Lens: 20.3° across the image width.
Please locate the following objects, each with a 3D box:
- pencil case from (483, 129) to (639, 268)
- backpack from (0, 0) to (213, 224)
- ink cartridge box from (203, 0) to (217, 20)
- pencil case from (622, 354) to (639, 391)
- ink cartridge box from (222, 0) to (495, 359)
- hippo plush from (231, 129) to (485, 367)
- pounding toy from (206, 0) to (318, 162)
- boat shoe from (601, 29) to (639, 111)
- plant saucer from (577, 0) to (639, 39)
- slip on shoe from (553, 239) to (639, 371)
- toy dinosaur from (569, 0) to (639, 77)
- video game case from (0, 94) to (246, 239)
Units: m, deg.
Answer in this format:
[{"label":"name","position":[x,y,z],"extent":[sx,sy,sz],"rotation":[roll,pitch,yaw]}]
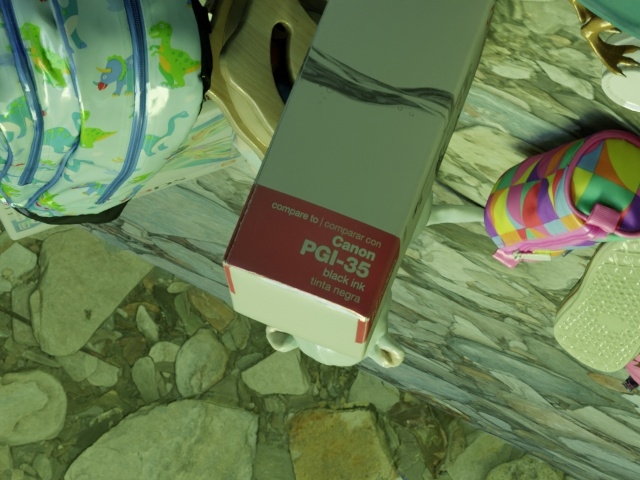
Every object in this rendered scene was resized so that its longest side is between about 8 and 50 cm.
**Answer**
[{"label":"pencil case","position":[0.222,-0.033,1.583],"extent":[0.104,0.104,0.236],"rotation":[27,168,-7]},{"label":"backpack","position":[-0.210,-0.169,1.485],"extent":[0.273,0.290,0.355],"rotation":[-7,177,-33]},{"label":"ink cartridge box","position":[-0.085,-0.205,1.658],"extent":[0.115,0.029,0.063],"rotation":[31,168,-22]},{"label":"pencil case","position":[0.349,0.098,1.952],"extent":[0.098,0.095,0.209],"rotation":[38,175,31]},{"label":"ink cartridge box","position":[0.032,-0.071,1.355],"extent":[0.117,0.283,0.207],"rotation":[21,169,5]},{"label":"hippo plush","position":[0.000,0.000,1.828],"extent":[0.234,0.237,0.294],"rotation":[15,165,22]},{"label":"pounding toy","position":[0.025,-0.120,1.544],"extent":[0.269,0.154,0.155],"rotation":[51,160,-21]},{"label":"boat shoe","position":[0.289,-0.084,1.195],"extent":[0.277,0.096,0.098],"rotation":[14,164,48]},{"label":"plant saucer","position":[0.154,-0.193,0.889],"extent":[0.317,0.044,0.317],"rotation":[40,164,13]},{"label":"slip on shoe","position":[0.316,0.028,1.681],"extent":[0.123,0.101,0.331],"rotation":[35,156,2]},{"label":"toy dinosaur","position":[0.178,-0.172,1.178],"extent":[0.211,0.064,0.112],"rotation":[12,147,20]},{"label":"video game case","position":[-0.217,-0.088,1.968],"extent":[0.329,0.299,0.036],"rotation":[116,134,-79]}]
